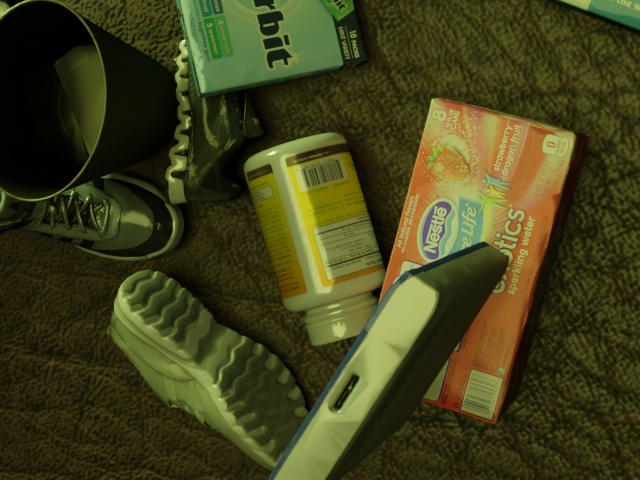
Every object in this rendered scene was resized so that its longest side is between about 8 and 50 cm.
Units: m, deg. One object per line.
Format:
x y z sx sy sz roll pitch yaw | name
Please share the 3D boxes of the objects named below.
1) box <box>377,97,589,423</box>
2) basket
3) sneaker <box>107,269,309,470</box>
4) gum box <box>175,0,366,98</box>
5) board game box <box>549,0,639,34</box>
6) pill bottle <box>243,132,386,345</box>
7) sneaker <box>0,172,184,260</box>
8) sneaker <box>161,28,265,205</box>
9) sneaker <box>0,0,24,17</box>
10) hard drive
0.159 0.016 1.322 0.154 0.142 0.299 16 98 15 | box
-0.252 -0.148 1.388 0.154 0.227 0.204 10 97 15 | basket
-0.126 0.156 1.459 0.281 0.105 0.115 45 138 5 | sneaker
-0.058 -0.248 1.380 0.184 0.041 0.157 -13 90 -10 | gum box
0.380 -0.361 1.263 0.254 0.079 0.336 23 100 13 | board game box
0.000 0.000 1.381 0.117 0.117 0.215 -17 89 17 | pill bottle
-0.297 -0.035 1.448 0.269 0.153 0.101 16 99 15 | sneaker
-0.109 -0.149 1.428 0.106 0.078 0.234 8 97 9 | sneaker
-0.382 -0.251 1.496 0.081 0.080 0.211 -39 82 12 | sneaker
0.069 0.106 1.113 0.040 0.319 0.210 34 103 12 | hard drive
